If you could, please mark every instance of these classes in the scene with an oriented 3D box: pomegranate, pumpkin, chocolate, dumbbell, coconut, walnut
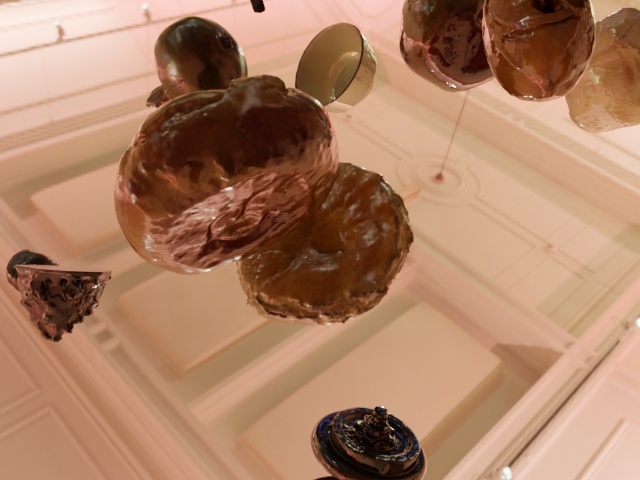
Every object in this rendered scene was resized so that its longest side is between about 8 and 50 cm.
[{"bbox_3d":[-0.241,-0.325,1.203,0.210,0.179,0.179,0,-146,29],"label":"pomegranate"},{"bbox_3d":[-0.744,0.110,1.724,0.107,0.183,0.119,18,-114,36],"label":"pumpkin"},{"bbox_3d":[-0.617,0.152,1.537,0.224,0.177,0.206,5,179,41],"label":"chocolate"},{"bbox_3d":[0.060,0.394,1.032,0.192,0.290,0.192,12,-162,-4],"label":"dumbbell"},{"bbox_3d":[0.317,-0.490,1.467,0.290,0.291,0.323,8,-156,-3],"label":"pomegranate"},{"bbox_3d":[0.750,-0.420,1.588,0.297,0.254,0.297,14,-113,-34],"label":"coconut"},{"bbox_3d":[0.269,-0.267,0.798,0.137,0.137,0.245,10,-128,-2],"label":"walnut"}]

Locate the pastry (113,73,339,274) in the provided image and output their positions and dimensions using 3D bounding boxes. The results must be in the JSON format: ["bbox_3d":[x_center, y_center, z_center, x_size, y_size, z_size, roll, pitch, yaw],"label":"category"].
[{"bbox_3d":[-0.130,-0.087,0.933,0.355,0.356,0.164,-19,-113,-30],"label":"pastry"}]

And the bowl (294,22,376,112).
[{"bbox_3d":[0.057,-0.437,1.686,0.126,0.238,0.238,21,-152,-42],"label":"bowl"}]

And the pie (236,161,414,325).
[{"bbox_3d":[0.000,0.000,1.150,0.339,0.083,0.340,-10,-120,18],"label":"pie"}]

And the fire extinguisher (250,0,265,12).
[{"bbox_3d":[-0.114,-0.369,0.650,0.104,0.269,0.105,-8,-127,11],"label":"fire extinguisher"}]
